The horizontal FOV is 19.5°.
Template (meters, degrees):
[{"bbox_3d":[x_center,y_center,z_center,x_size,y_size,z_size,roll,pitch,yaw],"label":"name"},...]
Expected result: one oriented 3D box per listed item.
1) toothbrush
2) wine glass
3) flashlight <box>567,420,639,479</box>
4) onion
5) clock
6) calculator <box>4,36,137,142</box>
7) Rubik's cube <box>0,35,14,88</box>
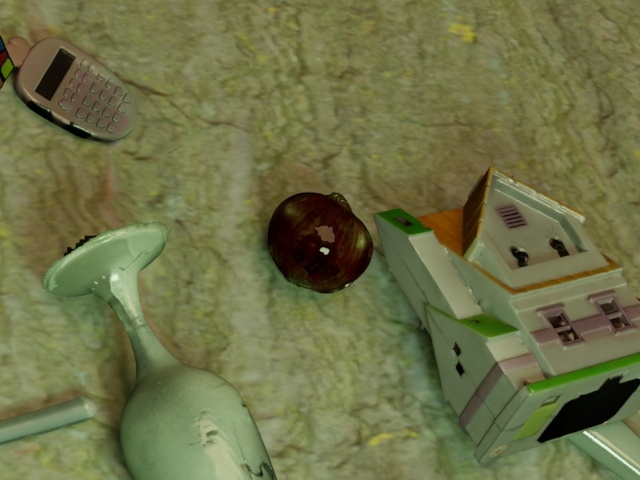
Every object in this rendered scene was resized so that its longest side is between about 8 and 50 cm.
[{"bbox_3d":[-0.358,0.200,1.731,0.342,0.025,0.030,-17,76,-36],"label":"toothbrush"},{"bbox_3d":[-0.153,0.144,1.811,0.143,0.143,0.321,-14,71,-35],"label":"wine glass"},{"bbox_3d":[0.345,0.246,2.084,0.200,0.047,0.093,39,49,2],"label":"flashlight"},{"bbox_3d":[0.000,0.000,2.002,0.117,0.118,0.118,20,51,2],"label":"onion"},{"bbox_3d":[0.211,0.063,2.038,0.235,0.166,0.309,-12,58,-32],"label":"clock"},{"bbox_3d":[-0.274,-0.166,2.017,0.166,0.024,0.103,32,51,-11],"label":"calculator"},{"bbox_3d":[-0.383,-0.192,1.915,0.133,0.133,0.111,4,86,-27],"label":"Rubik's cube"}]
